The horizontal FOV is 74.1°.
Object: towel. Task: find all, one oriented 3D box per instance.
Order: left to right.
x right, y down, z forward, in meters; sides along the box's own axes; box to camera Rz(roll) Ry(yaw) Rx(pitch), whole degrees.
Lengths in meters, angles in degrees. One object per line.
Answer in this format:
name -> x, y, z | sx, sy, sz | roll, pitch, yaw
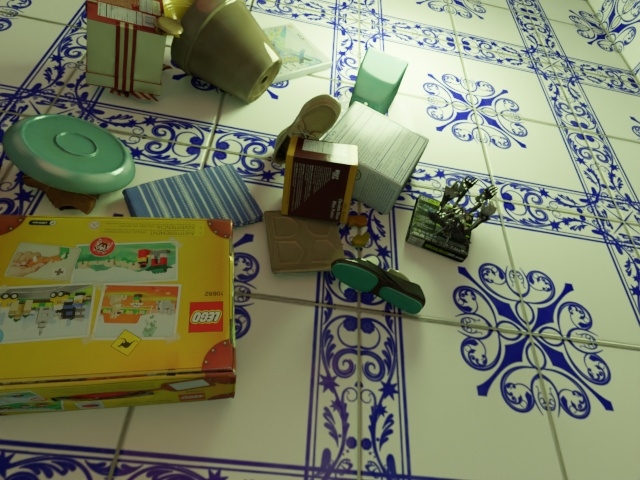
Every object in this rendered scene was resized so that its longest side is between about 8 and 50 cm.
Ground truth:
towel -> -0.360, -0.098, 1.209 | 0.336, 0.040, 0.243 | -20, 61, -27

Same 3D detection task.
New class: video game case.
video game case -> -0.167, -0.756, 1.705 | 0.329, 0.036, 0.300 | -27, 66, -28

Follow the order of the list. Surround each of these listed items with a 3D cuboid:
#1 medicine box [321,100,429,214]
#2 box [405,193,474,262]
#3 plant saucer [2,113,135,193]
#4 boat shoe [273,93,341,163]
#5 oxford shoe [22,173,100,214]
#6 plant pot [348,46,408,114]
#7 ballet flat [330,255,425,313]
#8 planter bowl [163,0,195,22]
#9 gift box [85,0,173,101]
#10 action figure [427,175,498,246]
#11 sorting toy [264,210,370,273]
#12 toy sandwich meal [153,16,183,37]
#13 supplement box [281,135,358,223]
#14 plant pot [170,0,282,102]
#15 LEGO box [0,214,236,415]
medicine box -> 0.161, -0.272, 1.376 | 0.289, 0.149, 0.263 | 29, 54, 8
box -> 0.377, -0.041, 1.333 | 0.190, 0.045, 0.184 | 21, 51, 2
plant saucer -> -0.663, -0.248, 1.149 | 0.317, 0.044, 0.317 | 25, 33, -18
boat shoe -> -0.048, -0.326, 1.288 | 0.109, 0.302, 0.098 | 34, 54, -25
oxford shoe -> -0.699, -0.123, 1.122 | 0.212, 0.076, 0.076 | 18, 85, 7
plant pot -> 0.199, -0.559, 1.581 | 0.165, 0.166, 0.234 | 23, 60, 3
ballet flat -> 0.157, 0.106, 1.151 | 0.280, 0.095, 0.096 | 29, 43, -9
planter bowl -> -0.534, -0.873, 1.665 | 0.217, 0.090, 0.217 | 6, 55, -9
gift box -> -0.611, -0.620, 1.373 | 0.276, 0.258, 0.255 | 6, 53, -26
action figure -> 0.430, -0.103, 1.276 | 0.164, 0.141, 0.276 | 35, 51, 11
sorting toy -> 0.000, 0.000, 1.222 | 0.307, 0.041, 0.229 | -2, 53, -15
toy sandwich meal -> -0.457, -0.638, 1.274 | 0.085, 0.029, 0.085 | 16, 51, -21
supplement box -> -0.003, -0.173, 1.217 | 0.194, 0.191, 0.129 | 8, 37, -1
plant pot -> -0.294, -0.640, 1.453 | 0.280, 0.323, 0.323 | 40, 55, -4
LEGO box -> -0.437, 0.149, 0.914 | 0.500, 0.193, 0.372 | 1, 56, -13
